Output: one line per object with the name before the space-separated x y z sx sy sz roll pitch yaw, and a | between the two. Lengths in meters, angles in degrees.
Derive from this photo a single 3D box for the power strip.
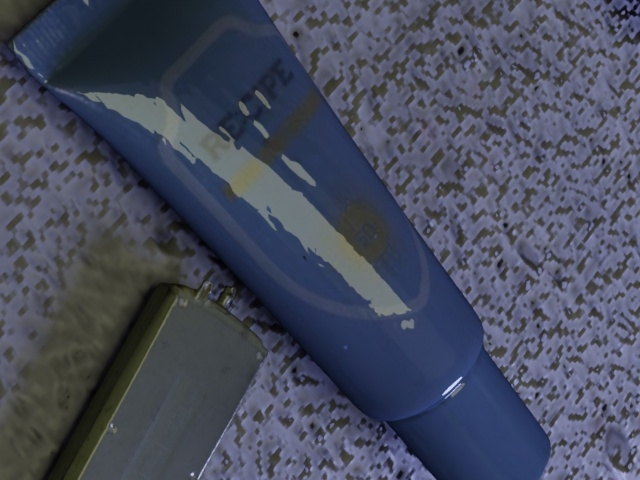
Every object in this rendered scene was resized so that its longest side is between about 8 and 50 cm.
power strip | -0.087 0.096 0.731 0.076 0.028 0.169 39 71 -32

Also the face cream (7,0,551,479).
face cream | 0.000 0.000 0.761 0.385 0.086 0.135 52 61 -22
